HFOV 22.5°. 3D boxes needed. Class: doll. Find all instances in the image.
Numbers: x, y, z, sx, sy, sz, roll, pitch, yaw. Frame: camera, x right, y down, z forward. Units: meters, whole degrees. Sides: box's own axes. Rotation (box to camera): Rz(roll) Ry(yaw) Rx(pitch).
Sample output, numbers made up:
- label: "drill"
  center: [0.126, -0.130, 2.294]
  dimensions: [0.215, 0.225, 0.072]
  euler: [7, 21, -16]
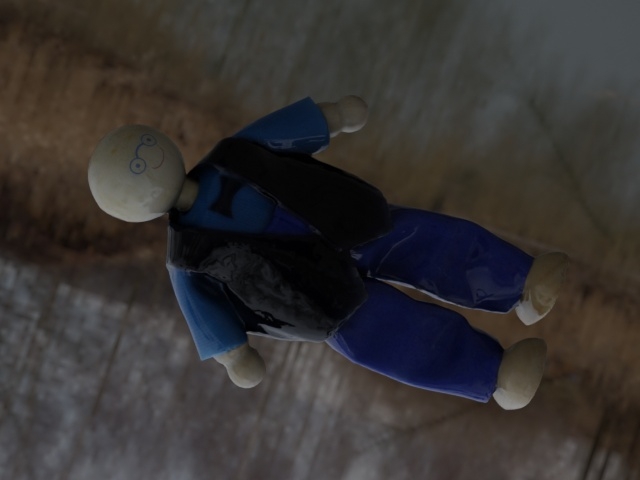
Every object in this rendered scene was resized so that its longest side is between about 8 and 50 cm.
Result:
- label: "doll"
  center: [0.000, 0.000, 0.629]
  dimensions: [0.189, 0.129, 0.046]
  euler: [20, 162, -10]
